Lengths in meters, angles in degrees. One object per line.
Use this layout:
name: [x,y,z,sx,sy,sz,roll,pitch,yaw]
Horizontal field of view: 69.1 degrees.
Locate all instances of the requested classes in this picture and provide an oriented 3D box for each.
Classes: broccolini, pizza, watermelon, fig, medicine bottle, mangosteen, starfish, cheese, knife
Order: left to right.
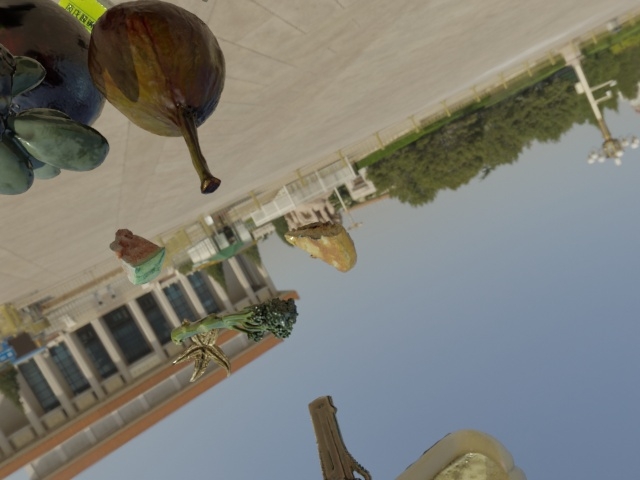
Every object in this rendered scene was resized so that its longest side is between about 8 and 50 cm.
mangosteen: [-0.569,-0.318,0.837,0.306,0.305,0.359,-26,155,5]
medicine bottle: [-0.699,-0.603,1.334,0.250,0.137,0.141,-45,-145,15]
watermelon: [-0.465,0.033,1.171,0.121,0.158,0.098,-23,-173,38]
fig: [-0.186,-0.201,0.650,0.191,0.290,0.190,-44,168,-12]
starfish: [-0.379,0.359,1.520,0.227,0.240,0.043,-51,166,9]
broccolini: [-0.183,0.177,0.913,0.079,0.073,0.392,8,159,-40]
pizza: [0.000,-0.002,1.099,0.194,0.154,0.069,19,-115,31]
knife: [0.030,0.441,1.016,0.089,0.043,0.365,-9,-169,-9]
cheese: [0.173,0.390,0.665,0.266,0.127,0.233,-45,162,11]

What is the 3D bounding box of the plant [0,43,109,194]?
plant: [-0.333,-0.122,0.429,0.274,0.147,0.148,38,71,-80]
